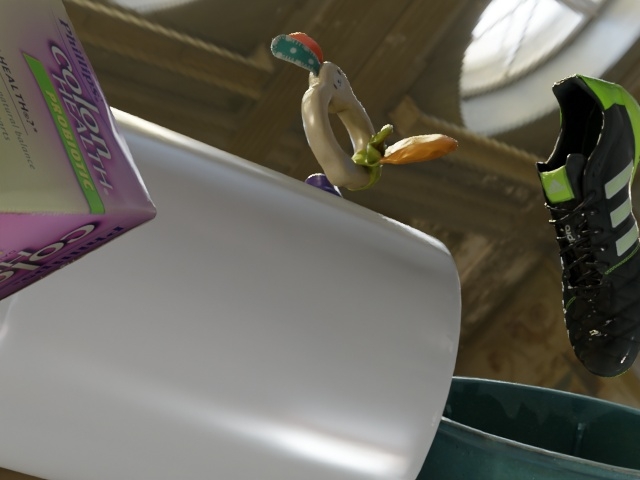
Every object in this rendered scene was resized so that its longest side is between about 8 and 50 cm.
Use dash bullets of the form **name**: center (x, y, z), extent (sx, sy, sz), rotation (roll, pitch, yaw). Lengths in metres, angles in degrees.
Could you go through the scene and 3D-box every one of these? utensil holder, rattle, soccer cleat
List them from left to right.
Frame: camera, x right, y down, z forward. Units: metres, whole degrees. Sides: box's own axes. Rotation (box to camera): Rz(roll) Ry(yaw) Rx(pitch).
- **utensil holder**: center (-0.115, 0.074, 0.949), extent (0.385, 0.327, 0.327), rotation (19, -149, -14)
- **rattle**: center (0.043, -0.165, 1.195), extent (0.130, 0.143, 0.200), rotation (-4, -105, -42)
- **soccer cleat**: center (0.156, -0.011, 0.635), extent (0.072, 0.060, 0.179), rotation (16, -109, -38)

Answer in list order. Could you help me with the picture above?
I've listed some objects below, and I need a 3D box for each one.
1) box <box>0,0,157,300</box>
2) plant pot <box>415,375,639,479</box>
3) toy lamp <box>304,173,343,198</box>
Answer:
- **box**: center (-0.197, -0.079, 0.388), extent (0.213, 0.117, 0.243), rotation (64, -165, 6)
- **plant pot**: center (0.209, 0.329, 1.015), extent (0.341, 0.334, 0.341), rotation (10, -178, 0)
- **toy lamp**: center (0.000, 0.000, 1.540), extent (0.080, 0.080, 0.275), rotation (28, -149, -20)
